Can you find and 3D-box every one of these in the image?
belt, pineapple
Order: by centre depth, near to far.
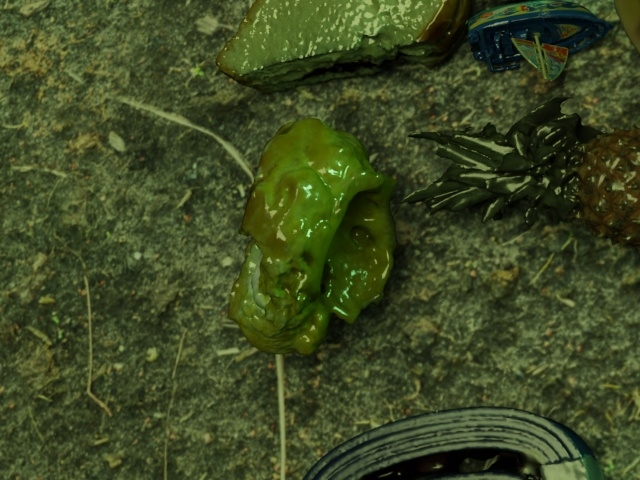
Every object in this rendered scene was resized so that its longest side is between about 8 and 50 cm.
[{"bbox_3d":[0.146,0.304,1.435,0.346,0.117,0.213,-14,73,18],"label":"belt"},{"bbox_3d":[0.276,-0.081,1.448,0.364,0.165,0.166,11,83,25],"label":"pineapple"}]

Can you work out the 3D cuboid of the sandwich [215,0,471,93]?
[{"bbox_3d":[0.034,-0.271,1.593,0.254,0.099,0.288,41,101,20],"label":"sandwich"}]

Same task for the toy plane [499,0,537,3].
[{"bbox_3d":[0.199,-0.372,1.488,0.267,0.267,0.123,40,99,23],"label":"toy plane"}]

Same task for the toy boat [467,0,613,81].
[{"bbox_3d":[0.267,-0.232,1.513,0.174,0.091,0.110,-10,57,13],"label":"toy boat"}]

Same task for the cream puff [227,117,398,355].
[{"bbox_3d":[0.000,0.002,1.484,0.185,0.282,0.282,15,85,0],"label":"cream puff"}]

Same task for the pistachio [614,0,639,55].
[{"bbox_3d":[0.522,-0.242,1.317,0.445,0.281,0.365,42,68,15],"label":"pistachio"}]
